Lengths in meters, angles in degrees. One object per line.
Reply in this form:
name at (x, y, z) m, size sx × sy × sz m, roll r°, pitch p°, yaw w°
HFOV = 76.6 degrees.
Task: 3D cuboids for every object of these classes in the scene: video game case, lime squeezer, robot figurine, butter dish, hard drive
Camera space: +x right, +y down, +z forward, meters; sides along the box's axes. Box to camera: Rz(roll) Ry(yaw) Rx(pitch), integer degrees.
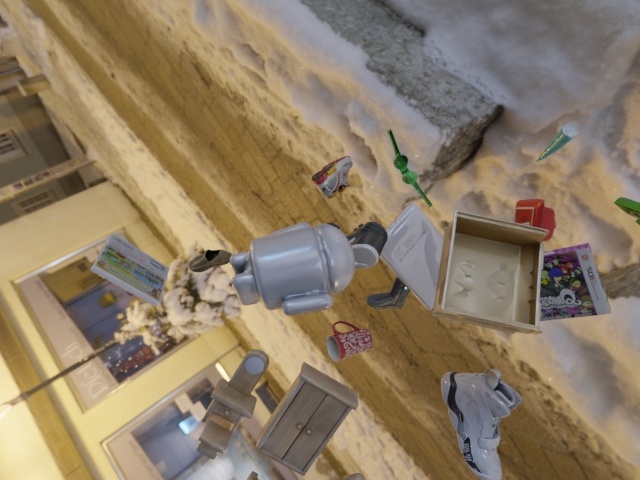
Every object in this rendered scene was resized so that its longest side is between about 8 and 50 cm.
video game case at (-0.611, 0.094, 1.325) m, size 0.227 × 0.026 × 0.206 m, roll 40°, pitch -165°, yaw -28°
lime squeezer at (0.322, -0.261, 1.480) m, size 0.310 × 0.059 × 0.110 m, roll 61°, pitch 166°, yaw -4°
robot figurine at (-0.060, 0.068, 1.097) m, size 0.199 × 0.354 × 0.299 m, roll 82°, pitch 174°, yaw -51°
butter dish at (0.747, -0.057, 1.387) m, size 0.160 × 0.119 × 0.159 m, roll -155°, pitch 71°, yaw -82°
hard drive at (0.341, 0.057, 1.378) m, size 0.318 × 0.210 × 0.040 m, roll 46°, pitch 169°, yaw -20°
video game case at (0.684, 0.131, 1.186) m, size 0.232 × 0.042 × 0.210 m, roll -16°, pitch 102°, yaw 37°

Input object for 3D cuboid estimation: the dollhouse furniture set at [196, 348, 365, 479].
dollhouse furniture set at (-0.045, 0.339, 0.572) m, size 0.303 × 0.173 × 0.355 m, roll 31°, pitch -171°, yaw -4°

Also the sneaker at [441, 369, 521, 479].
sneaker at (0.550, 0.596, 1.312) m, size 0.210 × 0.138 × 0.365 m, roll -31°, pitch 73°, yaw 40°

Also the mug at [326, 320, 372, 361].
mug at (0.125, 0.416, 1.699) m, size 0.113 × 0.170 × 0.150 m, roll 17°, pitch 112°, yaw 61°

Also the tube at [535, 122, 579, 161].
tube at (0.847, -0.343, 1.451) m, size 0.207 × 0.080 × 0.052 m, roll 69°, pitch 177°, yaw -74°

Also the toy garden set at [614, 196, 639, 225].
toy garden set at (0.729, 0.005, 0.776) m, size 0.244 × 0.049 × 0.203 m, roll 36°, pitch -164°, yaw -9°

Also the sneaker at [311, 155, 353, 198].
sneaker at (0.047, -0.199, 1.282) m, size 0.088 × 0.225 × 0.092 m, roll -18°, pitch 110°, yaw 36°

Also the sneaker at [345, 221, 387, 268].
sneaker at (0.083, 0.018, 1.264) m, size 0.296 × 0.147 × 0.104 m, roll -5°, pitch 120°, yaw 42°

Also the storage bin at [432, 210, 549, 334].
storage bin at (0.444, 0.089, 1.048) m, size 0.261 × 0.262 × 0.123 m, roll 12°, pitch 162°, yaw 4°

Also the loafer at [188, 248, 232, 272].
loafer at (-0.337, 0.054, 1.214) m, size 0.050 × 0.148 × 0.056 m, roll 56°, pitch -157°, yaw -44°

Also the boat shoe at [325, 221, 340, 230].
boat shoe at (0.007, 0.004, 1.715) m, size 0.095 × 0.257 × 0.095 m, roll 30°, pitch 118°, yaw 20°

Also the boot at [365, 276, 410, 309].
boot at (0.297, 0.180, 1.612) m, size 0.076 × 0.190 × 0.208 m, roll -114°, pitch 35°, yaw -44°
